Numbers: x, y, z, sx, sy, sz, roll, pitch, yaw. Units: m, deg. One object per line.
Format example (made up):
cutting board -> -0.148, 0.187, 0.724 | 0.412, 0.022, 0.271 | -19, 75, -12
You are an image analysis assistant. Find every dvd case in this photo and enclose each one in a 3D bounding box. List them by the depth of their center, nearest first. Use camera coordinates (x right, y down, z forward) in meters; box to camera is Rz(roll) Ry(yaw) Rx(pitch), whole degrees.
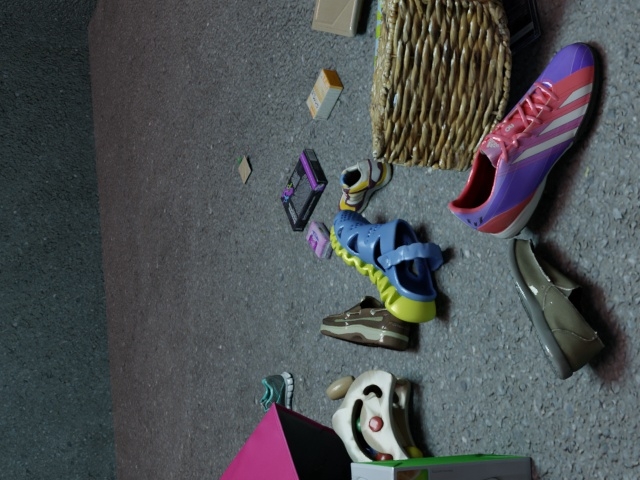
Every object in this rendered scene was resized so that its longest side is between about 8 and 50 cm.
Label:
dvd case -> 0.296, -0.405, 1.524 | 0.164, 0.018, 0.221 | -33, 58, 56

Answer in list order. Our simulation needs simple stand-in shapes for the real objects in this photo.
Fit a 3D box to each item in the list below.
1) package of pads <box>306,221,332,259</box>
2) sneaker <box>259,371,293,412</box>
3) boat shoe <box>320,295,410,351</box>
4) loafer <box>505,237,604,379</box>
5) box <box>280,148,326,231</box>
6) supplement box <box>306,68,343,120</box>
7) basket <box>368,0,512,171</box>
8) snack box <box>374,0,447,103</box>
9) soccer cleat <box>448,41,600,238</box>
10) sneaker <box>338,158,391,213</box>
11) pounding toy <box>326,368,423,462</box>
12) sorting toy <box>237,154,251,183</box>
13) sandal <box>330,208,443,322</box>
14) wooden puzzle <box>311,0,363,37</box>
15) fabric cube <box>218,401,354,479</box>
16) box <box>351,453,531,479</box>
package of pads -> 0.000, 0.000, 2.009 | 0.083, 0.032, 0.050 | 56, 133, 49
sneaker -> -0.109, 0.393, 2.119 | 0.065, 0.076, 0.166 | -14, 75, 61
boat shoe -> 0.094, 0.158, 1.774 | 0.257, 0.095, 0.095 | 1, 74, 56
loafer -> 0.344, 0.090, 1.326 | 0.094, 0.087, 0.251 | 58, -167, -47
box -> -0.041, -0.116, 2.104 | 0.162, 0.029, 0.116 | -60, 37, 37
supplement box -> 0.009, -0.327, 2.026 | 0.098, 0.036, 0.062 | -61, 37, 39
basket -> 0.201, -0.293, 1.503 | 0.223, 0.213, 0.299 | -86, 1, -60
snack box -> 0.172, -0.358, 1.680 | 0.174, 0.070, 0.207 | 23, 111, 60
soccer cleat -> 0.306, -0.154, 1.347 | 0.318, 0.116, 0.108 | -64, 31, 16
sneaker -> 0.066, -0.112, 1.844 | 0.185, 0.084, 0.069 | -49, 45, 48
pounding toy -> 0.129, 0.340, 1.693 | 0.154, 0.155, 0.269 | -43, 54, 14
sorting toy -> -0.206, -0.201, 2.436 | 0.062, 0.012, 0.083 | -62, 40, 46
sandal -> 0.132, 0.017, 1.685 | 0.317, 0.126, 0.138 | 44, 121, 45
wooden puzzle -> 0.053, -0.564, 1.976 | 0.238, 0.044, 0.221 | -142, 60, -62
fabric cube -> -0.034, 0.508, 1.659 | 0.258, 0.259, 0.254 | -55, 24, 11
box -> 0.187, 0.449, 1.369 | 0.127, 0.262, 0.231 | -19, 69, 59
